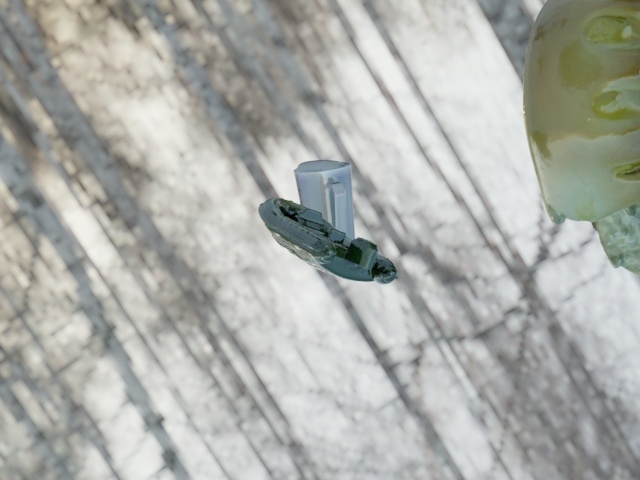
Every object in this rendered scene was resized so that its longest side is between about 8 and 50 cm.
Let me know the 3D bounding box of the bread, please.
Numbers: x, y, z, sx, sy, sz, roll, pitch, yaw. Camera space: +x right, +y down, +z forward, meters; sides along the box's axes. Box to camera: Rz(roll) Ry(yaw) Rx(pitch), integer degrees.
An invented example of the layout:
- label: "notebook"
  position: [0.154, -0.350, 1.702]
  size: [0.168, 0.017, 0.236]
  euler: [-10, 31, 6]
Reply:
- label: "bread"
  position: [0.337, -0.132, 1.902]
  size: [0.160, 0.333, 0.333]
  euler: [-3, -147, 37]

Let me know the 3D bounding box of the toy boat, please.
- label: "toy boat"
  position: [0.000, 0.000, 1.886]
  size: [0.210, 0.104, 0.052]
  euler: [33, -75, 61]

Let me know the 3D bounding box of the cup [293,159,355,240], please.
- label: "cup"
  position: [0.013, -0.044, 2.381]
  size: [0.074, 0.116, 0.104]
  euler: [-10, -170, -18]
